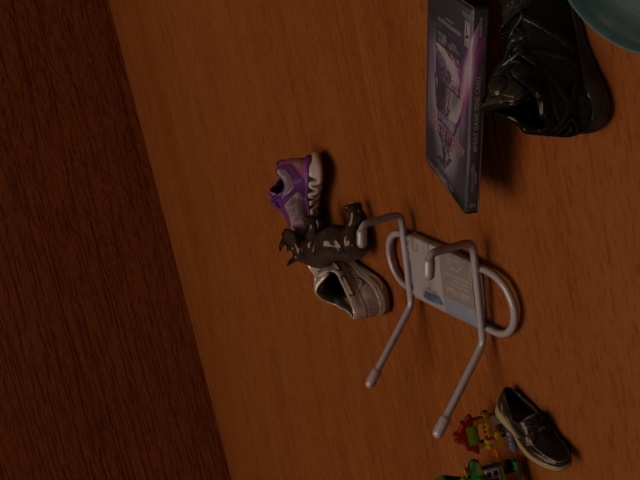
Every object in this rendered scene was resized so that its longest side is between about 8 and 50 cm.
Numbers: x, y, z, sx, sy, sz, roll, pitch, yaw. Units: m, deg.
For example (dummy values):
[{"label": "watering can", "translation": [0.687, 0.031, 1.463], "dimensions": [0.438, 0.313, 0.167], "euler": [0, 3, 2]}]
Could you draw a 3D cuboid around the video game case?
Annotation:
[{"label": "video game case", "translation": [0.182, -0.201, 1.115], "dimensions": [0.196, 0.026, 0.274], "euler": [-109, 15, -61]}]

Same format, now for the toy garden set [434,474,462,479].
[{"label": "toy garden set", "translation": [0.260, 0.510, 1.325], "dimensions": [0.203, 0.049, 0.244], "euler": [32, -149, -59]}]

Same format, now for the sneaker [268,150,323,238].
[{"label": "sneaker", "translation": [-0.054, -0.076, 1.655], "dimensions": [0.095, 0.104, 0.237], "euler": [-97, 10, -52]}]

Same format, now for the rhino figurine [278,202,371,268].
[{"label": "rhino figurine", "translation": [0.000, 0.000, 1.578], "dimensions": [0.243, 0.073, 0.106], "euler": [-13, 94, 42]}]

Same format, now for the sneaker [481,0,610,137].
[{"label": "sneaker", "translation": [0.234, -0.221, 0.939], "dimensions": [0.087, 0.130, 0.228], "euler": [-37, 69, 63]}]

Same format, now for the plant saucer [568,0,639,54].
[{"label": "plant saucer", "translation": [0.330, -0.335, 0.761], "dimensions": [0.317, 0.043, 0.318], "euler": [46, 145, 46]}]

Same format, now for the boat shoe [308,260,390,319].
[{"label": "boat shoe", "translation": [0.028, 0.078, 1.613], "dimensions": [0.277, 0.096, 0.098], "euler": [32, 135, 57]}]

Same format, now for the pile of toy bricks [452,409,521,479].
[{"label": "pile of toy bricks", "translation": [0.260, 0.383, 1.266], "dimensions": [0.118, 0.105, 0.213], "euler": [-140, 36, -85]}]

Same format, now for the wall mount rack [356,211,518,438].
[{"label": "wall mount rack", "translation": [0.162, 0.123, 1.314], "dimensions": [0.350, 0.130, 0.304], "euler": [27, 129, 59]}]

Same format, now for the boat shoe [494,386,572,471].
[{"label": "boat shoe", "translation": [0.307, 0.273, 1.190], "dimensions": [0.152, 0.056, 0.049], "euler": [42, 147, 49]}]
